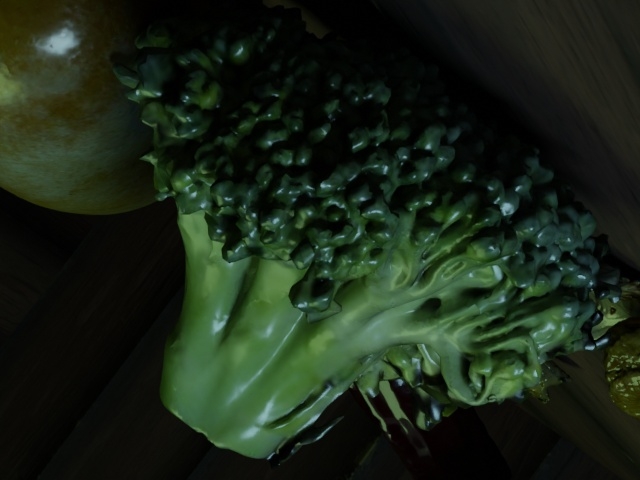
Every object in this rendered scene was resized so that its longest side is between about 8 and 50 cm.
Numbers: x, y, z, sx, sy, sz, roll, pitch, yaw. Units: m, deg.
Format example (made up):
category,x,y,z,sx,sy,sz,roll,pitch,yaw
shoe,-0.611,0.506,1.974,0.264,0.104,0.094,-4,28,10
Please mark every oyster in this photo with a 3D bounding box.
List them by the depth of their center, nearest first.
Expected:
category,x,y,z,sx,sy,sz,roll,pitch,yaw
oyster,0.183,0.047,1.169,0.105,0.056,0.177,8,163,-20

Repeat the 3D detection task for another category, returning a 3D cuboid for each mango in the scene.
category,x,y,z,sx,sy,sz,roll,pitch,yaw
mango,-0.179,-0.131,1.178,0.199,0.221,0.384,46,175,20

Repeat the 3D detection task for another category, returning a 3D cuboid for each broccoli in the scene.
category,x,y,z,sx,sy,sz,roll,pitch,yaw
broccoli,0.014,-0.020,0.972,0.334,0.272,0.324,31,-143,-17

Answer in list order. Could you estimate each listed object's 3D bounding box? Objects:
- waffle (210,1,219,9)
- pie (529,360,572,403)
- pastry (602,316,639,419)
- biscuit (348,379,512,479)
category,x,y,z,sx,sy,sz,roll,pitch,yaw
waffle,-0.080,-0.161,1.323,0.102,0.042,0.148,39,175,-32
pie,0.179,0.096,1.917,0.282,0.068,0.128,41,175,-1
pastry,0.250,0.092,1.112,0.109,0.057,0.097,16,155,-13
biscuit,0.039,0.057,1.402,0.407,0.091,0.407,60,-179,-2
